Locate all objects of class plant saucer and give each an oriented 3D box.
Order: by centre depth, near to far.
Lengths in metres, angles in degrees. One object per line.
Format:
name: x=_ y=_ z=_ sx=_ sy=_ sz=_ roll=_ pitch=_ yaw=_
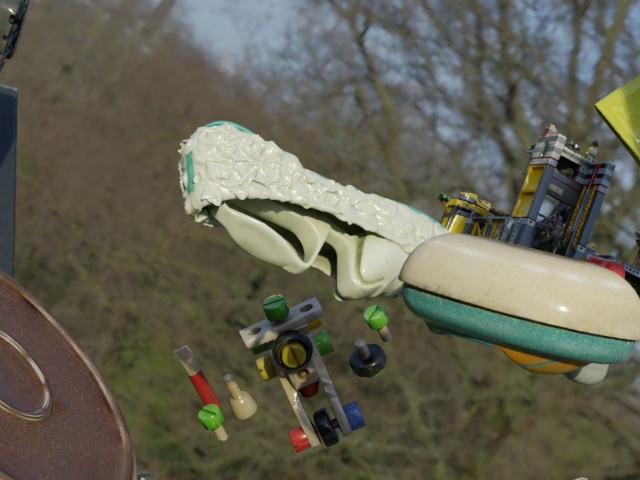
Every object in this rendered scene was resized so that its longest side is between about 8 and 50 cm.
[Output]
plant saucer: x=-0.229 y=0.100 z=0.995 sx=0.310 sy=0.050 sz=0.310 roll=45 pitch=14 yaw=-15

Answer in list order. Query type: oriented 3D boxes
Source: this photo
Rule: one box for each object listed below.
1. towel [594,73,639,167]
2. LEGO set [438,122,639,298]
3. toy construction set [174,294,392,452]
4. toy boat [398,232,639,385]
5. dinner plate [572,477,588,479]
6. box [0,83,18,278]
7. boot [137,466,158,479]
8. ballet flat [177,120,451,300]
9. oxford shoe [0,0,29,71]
towel: x=0.389 y=-0.156 z=1.428 sx=0.102 sy=0.237 sz=0.021 roll=54 pitch=-10 yaw=14
LEGO set: x=0.334 y=-0.029 z=1.955 sx=0.331 sy=0.192 sz=0.255 roll=24 pitch=-9 yaw=-14
toy construction set: x=-0.080 y=0.165 z=2.207 sx=0.257 sy=0.308 sz=0.237 roll=-78 pitch=149 yaw=-49
toy boat: x=0.246 y=0.086 z=1.590 sx=0.267 sy=0.148 sz=0.318 roll=15 pitch=5 yaw=35
dinner plate: x=0.234 y=0.305 z=1.555 sx=0.017 sy=0.141 sz=0.141 roll=37 pitch=3 yaw=28
box: x=-0.431 y=0.045 z=1.231 sx=0.293 sy=0.212 sz=0.395 roll=14 pitch=57 yaw=-31
boot: x=-0.353 y=0.271 z=1.580 sx=0.338 sy=0.118 sz=0.222 roll=10 pitch=-2 yaw=-22
ballet flat: x=0.000 y=0.000 z=1.752 sx=0.409 sy=0.147 sz=0.147 roll=25 pitch=7 yaw=-24
oxford shoe: x=-0.302 y=-0.107 z=1.130 sx=0.096 sy=0.227 sz=0.083 roll=20 pitch=15 yaw=-8
